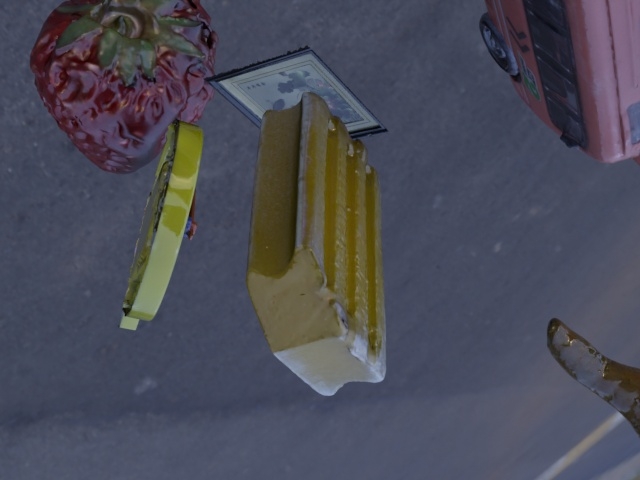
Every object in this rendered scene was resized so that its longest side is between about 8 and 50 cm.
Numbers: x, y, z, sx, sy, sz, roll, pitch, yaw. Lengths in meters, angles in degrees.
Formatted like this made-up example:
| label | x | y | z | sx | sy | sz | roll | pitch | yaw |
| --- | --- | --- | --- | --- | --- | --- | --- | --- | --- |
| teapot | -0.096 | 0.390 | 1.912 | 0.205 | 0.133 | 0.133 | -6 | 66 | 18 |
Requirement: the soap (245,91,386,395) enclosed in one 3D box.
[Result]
| label | x | y | z | sx | sy | sz | roll | pitch | yaw |
| --- | --- | --- | --- | --- | --- | --- | --- | --- | --- |
| soap | 0.000 | 0.000 | 0.794 | 0.073 | 0.232 | 0.140 | -20 | 137 | 25 |

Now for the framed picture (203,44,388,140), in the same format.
| label | x | y | z | sx | sy | sz | roll | pitch | yaw |
| --- | --- | --- | --- | --- | --- | --- | --- | --- | --- |
| framed picture | -0.032 | -0.191 | 1.269 | 0.195 | 0.010 | 0.199 | -8 | 146 | 38 |

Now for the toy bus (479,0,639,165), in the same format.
| label | x | y | z | sx | sy | sz | roll | pitch | yaw |
| --- | --- | --- | --- | --- | --- | --- | --- | --- | --- |
| toy bus | 0.253 | -0.258 | 0.784 | 0.203 | 0.233 | 0.427 | -31 | 142 | 2 |

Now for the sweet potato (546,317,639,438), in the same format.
| label | x | y | z | sx | sy | sz | roll | pitch | yaw |
| --- | --- | --- | --- | --- | --- | --- | --- | --- | --- |
| sweet potato | 0.354 | 0.216 | 0.940 | 0.108 | 0.346 | 0.079 | -27 | -170 | 36 |

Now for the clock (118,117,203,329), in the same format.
| label | x | y | z | sx | sy | sz | roll | pitch | yaw |
| --- | --- | --- | --- | --- | --- | --- | --- | --- | --- |
| clock | -0.206 | -0.023 | 1.253 | 0.071 | 0.277 | 0.293 | 14 | 158 | -13 |

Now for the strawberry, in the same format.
| label | x | y | z | sx | sy | sz | roll | pitch | yaw |
| --- | --- | --- | --- | --- | --- | --- | --- | --- | --- |
| strawberry | -0.328 | -0.256 | 1.504 | 0.296 | 0.317 | 0.345 | 8 | 153 | -18 |
